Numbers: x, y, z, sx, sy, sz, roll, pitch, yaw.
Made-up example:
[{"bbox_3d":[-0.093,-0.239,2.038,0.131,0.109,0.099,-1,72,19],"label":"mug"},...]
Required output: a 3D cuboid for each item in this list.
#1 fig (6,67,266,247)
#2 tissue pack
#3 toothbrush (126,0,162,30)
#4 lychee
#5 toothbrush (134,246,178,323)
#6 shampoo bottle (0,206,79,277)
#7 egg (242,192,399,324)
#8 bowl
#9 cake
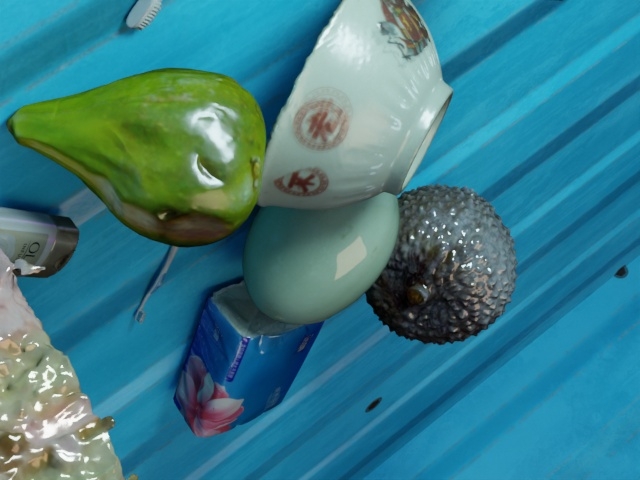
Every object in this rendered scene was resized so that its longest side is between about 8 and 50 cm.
[{"bbox_3d":[-0.199,-0.109,1.118,0.275,0.206,0.206,16,123,-23],"label":"fig"},{"bbox_3d":[-0.113,0.187,1.706,0.209,0.137,0.269,-20,145,-42],"label":"tissue pack"},{"bbox_3d":[-0.111,-0.332,1.055,0.286,0.020,0.025,-50,162,15],"label":"toothbrush"},{"bbox_3d":[0.211,0.036,1.779,0.300,0.300,0.300,-33,153,-20],"label":"lychee"},{"bbox_3d":[-0.235,0.055,1.475,0.014,0.017,0.162,-13,137,-54],"label":"toothbrush"},{"bbox_3d":[-0.375,0.000,1.139,0.086,0.056,0.227,-47,155,18],"label":"shampoo bottle"},{"bbox_3d":[0.000,0.000,1.505,0.282,0.203,0.203,-55,152,15],"label":"egg"},{"bbox_3d":[0.064,-0.157,1.269,0.337,0.157,0.337,-61,174,-11],"label":"bowl"},{"bbox_3d":[-0.417,0.230,1.093,0.314,0.307,0.293,-24,169,-36],"label":"cake"}]
